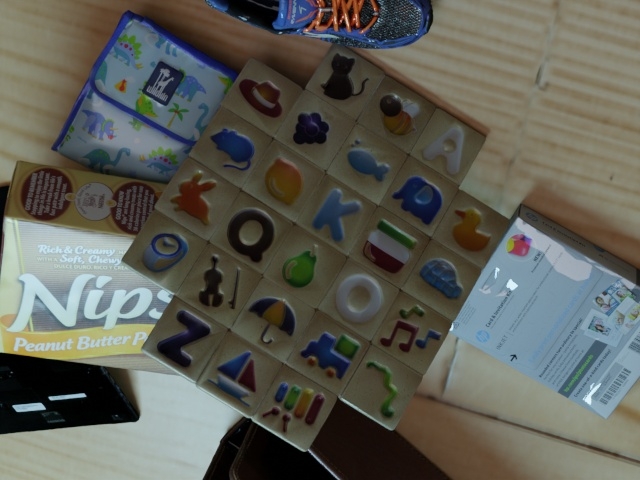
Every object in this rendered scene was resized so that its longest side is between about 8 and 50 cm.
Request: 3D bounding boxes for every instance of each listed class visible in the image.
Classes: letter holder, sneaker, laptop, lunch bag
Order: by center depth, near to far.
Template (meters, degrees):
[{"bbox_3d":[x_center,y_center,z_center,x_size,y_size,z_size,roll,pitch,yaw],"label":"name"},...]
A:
[{"bbox_3d":[-0.009,-0.210,1.184,0.221,0.087,0.083,10,117,8],"label":"sneaker"},{"bbox_3d":[-0.162,-0.125,1.255,0.129,0.096,0.151,30,111,-10],"label":"lunch bag"},{"bbox_3d":[0.029,0.308,1.342,0.302,0.214,0.152,41,116,-7],"label":"letter holder"},{"bbox_3d":[-0.341,0.084,1.436,0.234,0.136,0.264,-7,138,16],"label":"laptop"}]

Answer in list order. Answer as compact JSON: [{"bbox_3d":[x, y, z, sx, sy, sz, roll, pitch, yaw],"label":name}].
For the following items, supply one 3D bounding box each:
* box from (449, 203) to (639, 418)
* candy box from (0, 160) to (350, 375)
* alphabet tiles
[{"bbox_3d":[0.237,0.071,1.286,0.186,0.038,0.145,28,117,-2],"label":"box"},{"bbox_3d":[-0.144,0.040,1.264,0.317,0.087,0.182,9,132,-9],"label":"candy box"},{"bbox_3d":[0.000,0.000,1.195,0.285,0.011,0.342,32,75,-3],"label":"alphabet tiles"}]
